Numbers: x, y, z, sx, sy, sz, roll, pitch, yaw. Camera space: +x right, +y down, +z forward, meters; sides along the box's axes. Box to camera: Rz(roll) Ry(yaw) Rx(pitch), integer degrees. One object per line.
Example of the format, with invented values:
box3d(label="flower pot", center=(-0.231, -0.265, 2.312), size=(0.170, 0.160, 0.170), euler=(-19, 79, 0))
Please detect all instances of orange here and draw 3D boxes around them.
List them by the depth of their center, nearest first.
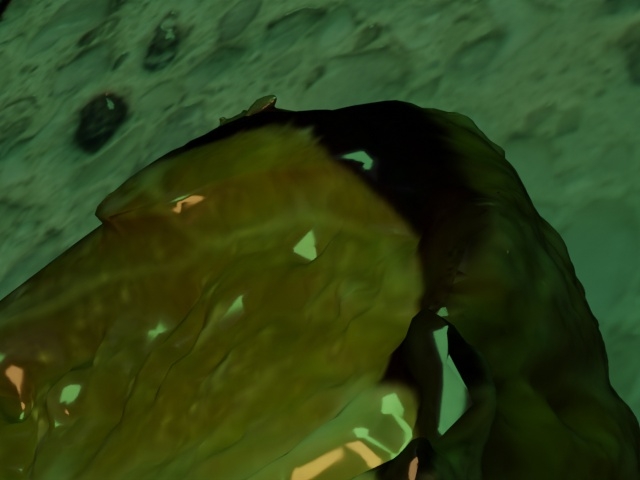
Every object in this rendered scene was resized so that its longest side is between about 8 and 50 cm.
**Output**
box3d(label="orange", center=(-0.028, 0.135, 0.542), size=(0.271, 0.210, 0.369), euler=(-22, 33, 27))

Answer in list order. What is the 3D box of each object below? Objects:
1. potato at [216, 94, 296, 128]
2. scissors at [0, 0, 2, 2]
box3d(label="potato", center=(0.000, 0.000, 0.850), size=(0.188, 0.085, 0.105), euler=(20, 81, 52))
box3d(label="scissors", center=(-0.290, -0.091, 1.342), size=(0.180, 0.032, 0.393), euler=(-14, 34, 32))
